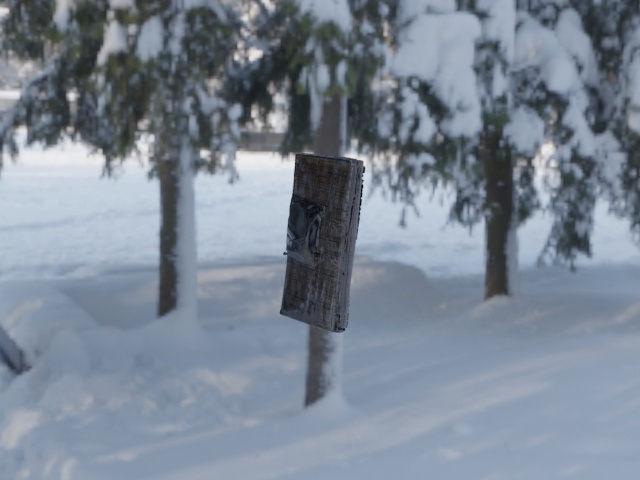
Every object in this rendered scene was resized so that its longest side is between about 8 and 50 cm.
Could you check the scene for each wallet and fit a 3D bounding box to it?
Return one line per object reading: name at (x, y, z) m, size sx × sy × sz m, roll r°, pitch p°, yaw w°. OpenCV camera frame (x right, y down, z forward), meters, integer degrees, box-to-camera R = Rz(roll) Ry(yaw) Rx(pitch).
wallet at (0.000, 0.000, 1.276) m, size 0.042 × 0.230 × 0.124 m, roll -4°, pitch 12°, yaw -44°
